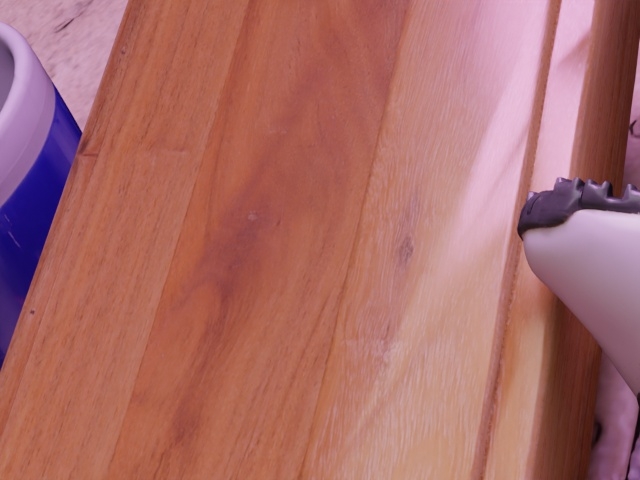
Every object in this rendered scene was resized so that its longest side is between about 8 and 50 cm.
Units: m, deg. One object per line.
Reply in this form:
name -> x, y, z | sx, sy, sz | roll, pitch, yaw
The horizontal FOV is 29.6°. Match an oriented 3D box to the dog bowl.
dog bowl -> -0.260, -0.011, 0.695 | 0.265, 0.104, 0.265 | -16, 38, 13

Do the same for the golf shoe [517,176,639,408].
golf shoe -> 0.122, 0.065, 0.336 | 0.094, 0.198, 0.077 | -49, -3, -12

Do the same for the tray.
tray -> 0.000, 0.000, 0.449 | 0.203, 0.076, 0.411 | 1, 61, 25
